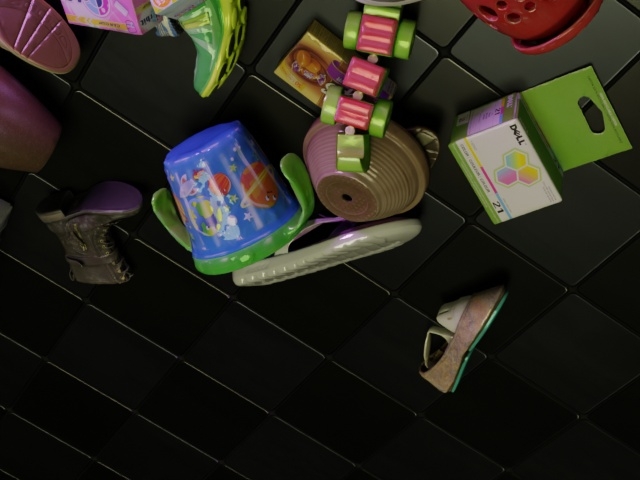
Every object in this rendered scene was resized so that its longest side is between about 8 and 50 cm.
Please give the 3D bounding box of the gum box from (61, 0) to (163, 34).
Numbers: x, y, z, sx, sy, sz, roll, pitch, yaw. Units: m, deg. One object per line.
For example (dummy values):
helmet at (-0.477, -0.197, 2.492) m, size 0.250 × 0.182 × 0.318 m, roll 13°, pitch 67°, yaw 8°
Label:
gum box at (-0.368, -0.421, 1.769) m, size 0.188 × 0.062 × 0.107 m, roll 15°, pitch 133°, yaw 31°

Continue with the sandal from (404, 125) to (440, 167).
sandal at (0.159, -0.141, 1.888) m, size 0.090 × 0.060 × 0.219 m, roll 23°, pitch 144°, yaw 5°

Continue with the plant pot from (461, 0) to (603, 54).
plant pot at (0.316, -0.390, 1.564) m, size 0.191 × 0.191 × 0.174 m, roll -30°, pitch 123°, yaw 33°

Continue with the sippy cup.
sippy cup at (-0.172, -0.090, 1.923) m, size 0.305 × 0.240 × 0.224 m, roll -25°, pitch 109°, yaw 3°

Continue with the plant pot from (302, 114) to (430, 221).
plant pot at (0.065, -0.111, 1.841) m, size 0.237 × 0.110 × 0.237 m, roll 19°, pitch 144°, yaw 15°

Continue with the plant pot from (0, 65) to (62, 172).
plant pot at (-0.615, -0.227, 1.954) m, size 0.230 × 0.215 × 0.215 m, roll 29°, pitch 131°, yaw -27°

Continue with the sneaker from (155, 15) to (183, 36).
sneaker at (-0.292, -0.409, 1.800) m, size 0.058 × 0.052 × 0.135 m, roll -8°, pitch 124°, yaw 26°

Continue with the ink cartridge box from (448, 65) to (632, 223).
ink cartridge box at (0.377, -0.162, 1.781) m, size 0.255 × 0.097 × 0.189 m, roll -20°, pitch 120°, yaw 29°

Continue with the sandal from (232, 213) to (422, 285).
sandal at (-0.007, 0.000, 2.005) m, size 0.416 × 0.169 × 0.102 m, roll -18°, pitch 81°, yaw 27°

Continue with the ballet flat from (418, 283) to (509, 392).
ballet flat at (0.272, 0.189, 2.088) m, size 0.106 × 0.107 × 0.316 m, roll 29°, pitch 130°, yaw 10°

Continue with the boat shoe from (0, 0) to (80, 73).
boat shoe at (-0.566, -0.399, 1.862) m, size 0.302 × 0.109 × 0.098 m, roll 32°, pitch 168°, yaw -11°

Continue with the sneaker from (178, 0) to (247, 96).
sneaker at (-0.194, -0.389, 1.763) m, size 0.123 × 0.109 × 0.296 m, roll 14°, pitch 122°, yaw 13°

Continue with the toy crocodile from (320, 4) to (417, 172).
toy crocodile at (0.078, -0.277, 1.700) m, size 0.115 × 0.105 × 0.341 m, roll 17°, pitch 100°, yaw 5°

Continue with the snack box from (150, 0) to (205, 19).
snack box at (-0.216, -0.482, 1.634) m, size 0.174 × 0.070 × 0.207 m, roll -26°, pitch 82°, yaw 24°

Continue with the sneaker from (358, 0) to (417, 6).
sneaker at (0.046, -0.463, 1.574) m, size 0.321 × 0.125 × 0.180 m, roll 12°, pitch 162°, yaw 6°

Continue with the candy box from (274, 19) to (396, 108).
candy box at (0.026, -0.282, 1.811) m, size 0.186 × 0.053 × 0.109 m, roll 37°, pitch 128°, yaw -13°

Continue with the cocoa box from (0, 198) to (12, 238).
cocoa box at (-0.864, -0.016, 2.150) m, size 0.347 × 0.231 × 0.228 m, roll 28°, pitch 130°, yaw -6°

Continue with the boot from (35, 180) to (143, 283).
boot at (-0.443, -0.004, 2.152) m, size 0.262 × 0.091 × 0.229 m, roll -4°, pitch 132°, yaw 23°
